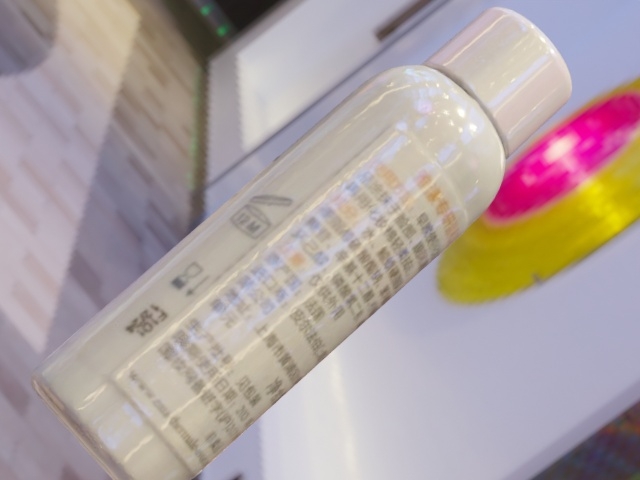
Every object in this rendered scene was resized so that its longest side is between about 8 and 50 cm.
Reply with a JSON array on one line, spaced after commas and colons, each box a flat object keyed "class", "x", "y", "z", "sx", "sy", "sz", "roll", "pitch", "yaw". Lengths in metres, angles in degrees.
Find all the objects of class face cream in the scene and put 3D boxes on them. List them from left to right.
[{"class": "face cream", "x": 0.000, "y": 0.000, "z": 0.732, "sx": 0.082, "sy": 0.269, "sz": 0.082, "roll": 45, "pitch": -13, "yaw": 14}]
